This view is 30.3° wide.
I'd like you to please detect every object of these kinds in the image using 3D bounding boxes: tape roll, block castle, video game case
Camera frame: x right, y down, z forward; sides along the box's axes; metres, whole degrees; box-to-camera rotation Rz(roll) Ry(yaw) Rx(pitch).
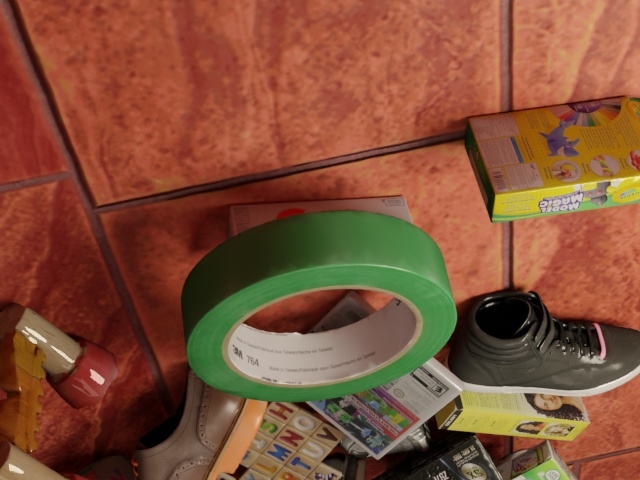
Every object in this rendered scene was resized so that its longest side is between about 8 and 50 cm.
[{"bbox_3d":[-0.003,0.086,1.399,0.321,0.077,0.321,-7,147,-5],"label":"tape roll"},{"bbox_3d":[-0.459,0.314,1.473,0.453,0.303,0.213,-30,130,18],"label":"block castle"},{"bbox_3d":[0.060,0.185,1.594,0.201,0.023,0.183,40,122,-8],"label":"video game case"}]

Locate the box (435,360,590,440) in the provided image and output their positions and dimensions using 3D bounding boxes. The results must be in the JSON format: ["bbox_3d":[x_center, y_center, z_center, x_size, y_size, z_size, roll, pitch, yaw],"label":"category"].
[{"bbox_3d":[0.276,0.236,1.732,0.232,0.087,0.058,8,137,-23],"label":"box"}]

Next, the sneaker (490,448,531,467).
[{"bbox_3d":[0.311,0.381,1.922,0.135,0.058,0.052,-12,139,-2],"label":"sneaker"}]

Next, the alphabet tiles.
[{"bbox_3d":[-0.071,0.322,1.744,0.198,0.009,0.237,29,127,-11],"label":"alphabet tiles"}]

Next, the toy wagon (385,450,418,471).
[{"bbox_3d":[0.228,0.476,1.896,0.267,0.068,0.344,-36,110,18],"label":"toy wagon"}]

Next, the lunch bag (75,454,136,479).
[{"bbox_3d":[-0.347,0.459,1.728,0.279,0.108,0.224,-34,138,-21],"label":"lunch bag"}]

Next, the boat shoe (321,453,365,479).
[{"bbox_3d":[0.010,0.457,1.907,0.095,0.112,0.335,9,132,3],"label":"boat shoe"}]

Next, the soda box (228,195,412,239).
[{"bbox_3d":[0.000,0.000,1.409,0.216,0.069,0.074,-3,139,-10],"label":"soda box"}]

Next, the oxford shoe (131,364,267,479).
[{"bbox_3d":[-0.213,0.334,1.634,0.133,0.130,0.364,28,95,-14],"label":"oxford shoe"}]

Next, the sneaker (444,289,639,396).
[{"bbox_3d":[0.323,0.136,1.612,0.296,0.104,0.147,-3,143,-4],"label":"sneaker"}]

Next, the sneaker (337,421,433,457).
[{"bbox_3d":[0.074,0.261,1.710,0.132,0.086,0.229,-18,140,10],"label":"sneaker"}]

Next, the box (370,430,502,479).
[{"bbox_3d":[0.168,0.357,1.758,0.180,0.077,0.147,-31,179,1],"label":"box"}]

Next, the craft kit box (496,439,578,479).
[{"bbox_3d":[0.312,0.461,1.818,0.246,0.061,0.250,-31,110,18],"label":"craft kit box"}]

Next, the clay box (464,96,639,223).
[{"bbox_3d":[0.286,-0.094,1.331,0.222,0.127,0.053,-7,139,-6],"label":"clay box"}]
